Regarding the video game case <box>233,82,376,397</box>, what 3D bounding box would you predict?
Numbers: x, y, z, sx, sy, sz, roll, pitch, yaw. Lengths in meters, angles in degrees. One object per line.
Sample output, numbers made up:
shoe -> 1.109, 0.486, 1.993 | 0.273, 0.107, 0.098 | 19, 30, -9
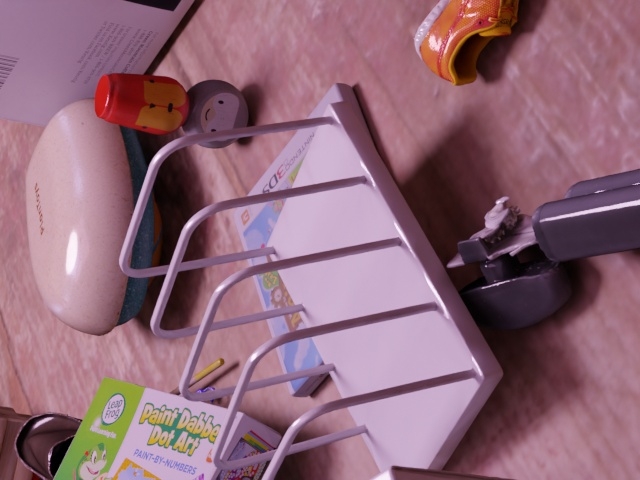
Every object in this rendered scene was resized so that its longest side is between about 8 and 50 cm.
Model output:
video game case -> 0.000, 0.000, 1.581 | 0.193, 0.023, 0.212 | -50, 46, 38

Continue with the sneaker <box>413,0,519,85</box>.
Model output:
sneaker -> 0.139, -0.201, 1.404 | 0.067, 0.064, 0.175 | 43, 125, 27

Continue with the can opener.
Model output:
can opener -> 0.197, -0.002, 1.274 | 0.280, 0.074, 0.093 | -20, 101, 54

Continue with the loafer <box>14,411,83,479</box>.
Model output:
loafer -> -0.250, 0.219, 1.823 | 0.220, 0.078, 0.080 | 14, 71, 46

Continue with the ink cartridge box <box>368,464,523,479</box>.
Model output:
ink cartridge box -> 0.054, 0.310, 1.265 | 0.270, 0.197, 0.198 | -39, 53, 35

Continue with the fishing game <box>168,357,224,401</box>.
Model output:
fishing game -> -0.109, 0.250, 1.674 | 0.189, 0.041, 0.264 | -31, 61, 48

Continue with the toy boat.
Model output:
toy boat -> -0.192, -0.054, 1.786 | 0.318, 0.148, 0.267 | -54, 38, 46

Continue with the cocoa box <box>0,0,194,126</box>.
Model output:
cocoa box -> -0.272, -0.316, 1.851 | 0.347, 0.231, 0.228 | -49, 46, 38

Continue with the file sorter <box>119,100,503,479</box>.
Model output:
file sorter -> -0.021, 0.065, 1.402 | 0.278, 0.173, 0.193 | 61, 147, 29

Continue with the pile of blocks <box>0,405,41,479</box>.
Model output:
pile of blocks -> -0.341, 0.354, 1.939 | 0.149, 0.112, 0.362 | 143, 134, -61

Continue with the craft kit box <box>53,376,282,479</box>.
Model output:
craft kit box -> -0.172, 0.258, 1.614 | 0.250, 0.061, 0.247 | 6, 63, 53
